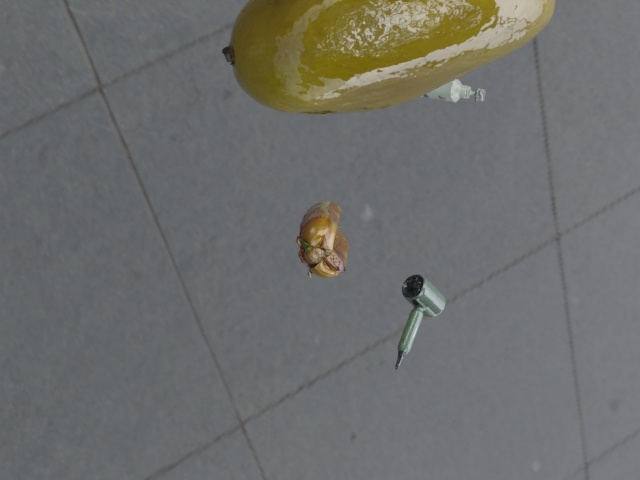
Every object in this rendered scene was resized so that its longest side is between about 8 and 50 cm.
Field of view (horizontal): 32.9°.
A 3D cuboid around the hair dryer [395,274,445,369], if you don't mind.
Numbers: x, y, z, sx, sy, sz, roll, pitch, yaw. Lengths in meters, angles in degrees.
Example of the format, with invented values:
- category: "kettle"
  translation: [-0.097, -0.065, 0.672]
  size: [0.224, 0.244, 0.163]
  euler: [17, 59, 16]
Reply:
- category: "hair dryer"
  translation: [0.141, 0.133, 1.691]
  size: [0.071, 0.047, 0.150]
  euler: [41, 67, -44]

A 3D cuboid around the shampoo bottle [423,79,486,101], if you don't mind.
- category: "shampoo bottle"
  translation: [0.163, -0.213, 1.510]
  size: [0.049, 0.141, 0.034]
  euler: [31, 74, -67]

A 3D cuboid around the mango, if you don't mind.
- category: "mango"
  translation: [0.070, -0.211, 1.049]
  size: [0.331, 0.142, 0.195]
  euler: [-17, 172, 2]

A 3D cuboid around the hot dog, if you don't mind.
- category: "hot dog"
  translation: [0.000, 0.000, 1.608]
  size: [0.076, 0.250, 0.104]
  euler: [-14, 100, 3]
